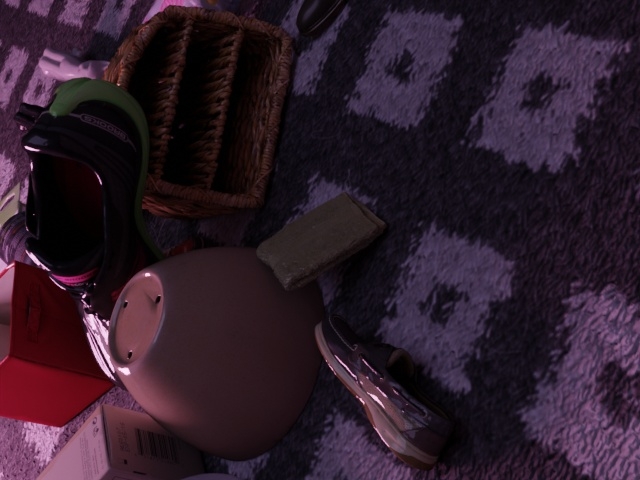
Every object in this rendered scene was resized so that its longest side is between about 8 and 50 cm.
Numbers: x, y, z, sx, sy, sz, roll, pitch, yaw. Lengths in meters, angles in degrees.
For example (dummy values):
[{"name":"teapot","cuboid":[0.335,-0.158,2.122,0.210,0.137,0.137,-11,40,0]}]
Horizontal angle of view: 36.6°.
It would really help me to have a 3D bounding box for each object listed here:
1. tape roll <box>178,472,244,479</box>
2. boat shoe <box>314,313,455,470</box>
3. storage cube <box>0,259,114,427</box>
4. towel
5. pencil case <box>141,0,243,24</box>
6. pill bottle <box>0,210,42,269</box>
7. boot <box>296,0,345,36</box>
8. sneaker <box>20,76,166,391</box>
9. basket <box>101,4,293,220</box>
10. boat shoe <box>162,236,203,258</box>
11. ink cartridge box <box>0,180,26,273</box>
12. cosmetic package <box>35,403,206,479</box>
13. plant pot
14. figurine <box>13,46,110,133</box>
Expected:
[{"name":"tape roll","cuboid":[-0.152,0.373,1.115,0.219,0.072,0.219,-19,29,11]},{"name":"boat shoe","cuboid":[0.072,0.148,1.049,0.073,0.080,0.223,-50,45,13]},{"name":"storage cube","cuboid":[-0.466,0.176,1.599,0.215,0.193,0.184,-39,45,34]},{"name":"towel","cuboid":[0.000,0.000,1.199,0.148,0.027,0.110,-32,36,-9]},{"name":"pencil case","cuboid":[-0.242,-0.346,1.629,0.273,0.113,0.124,-48,60,30]},{"name":"pill bottle","cuboid":[-0.491,0.033,1.754,0.245,0.130,0.130,26,92,54]},{"name":"boot","cuboid":[0.000,-0.408,1.395,0.219,0.106,0.082,-59,37,10]},{"name":"sneaker","cuboid":[-0.317,0.022,1.335,0.185,0.483,0.202,5,32,23]},{"name":"basket","cuboid":[-0.200,-0.199,1.446,0.223,0.213,0.299,-7,67,50]},{"name":"boat shoe","cuboid":[-0.234,0.035,1.509,0.137,0.043,0.049,-37,45,33]},{"name":"ink cartridge box","cuboid":[-0.624,-0.005,1.995,0.109,0.062,0.209,-37,46,34]},{"name":"cosmetic package","cuboid":[-0.309,0.373,1.332,0.309,0.160,0.113,-46,41,24]},{"name":"plant pot","cuboid":[-0.158,0.124,1.247,0.284,0.191,0.284,-28,51,40]},{"name":"figurine","cuboid":[-0.521,-0.296,2.013,0.209,0.092,0.215,25,91,45]}]
